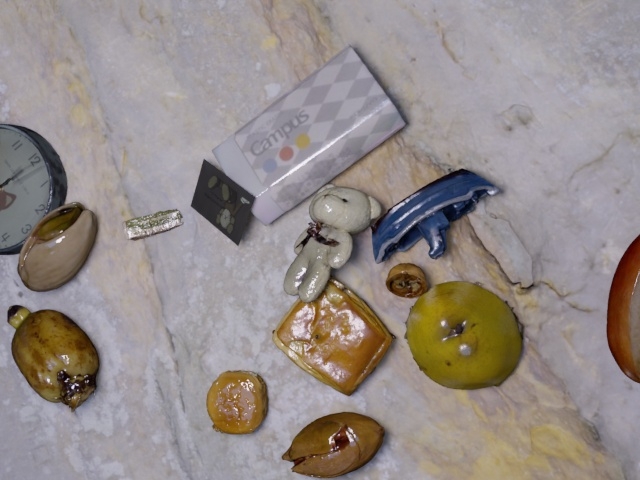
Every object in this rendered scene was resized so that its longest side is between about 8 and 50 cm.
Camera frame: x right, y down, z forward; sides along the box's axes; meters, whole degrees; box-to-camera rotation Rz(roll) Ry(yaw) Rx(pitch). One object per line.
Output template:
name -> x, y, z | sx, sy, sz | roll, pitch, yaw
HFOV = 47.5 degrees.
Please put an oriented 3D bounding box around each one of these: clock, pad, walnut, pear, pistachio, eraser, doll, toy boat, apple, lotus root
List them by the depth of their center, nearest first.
apple -> 0.746, 0.140, 1.437 | 0.328, 0.295, 0.365 | 29, 97, 34
pear -> 0.304, 0.218, 1.555 | 0.266, 0.178, 0.267 | 1, 94, 11
toy boat -> 0.247, -0.039, 1.582 | 0.309, 0.129, 0.143 | -32, 72, 6
doll -> 0.002, 0.001, 1.592 | 0.175, 0.149, 0.278 | 22, 83, 27
walnut -> 0.190, 0.081, 1.609 | 0.091, 0.121, 0.052 | -1, 58, 11
walnut -> 0.028, 0.456, 1.620 | 0.245, 0.137, 0.137 | -21, 87, 17
eraser -> -0.030, -0.233, 1.635 | 0.396, 0.082, 0.213 | -35, 69, 7
pad -> -0.226, -0.088, 1.653 | 0.190, 0.004, 0.127 | 37, 119, 33
pistachio -> -0.613, 0.020, 1.705 | 0.137, 0.153, 0.238 | 35, 97, 27
lotus root -> -0.626, 0.263, 1.710 | 0.169, 0.141, 0.314 | -44, 75, 3
clock -> -0.780, -0.125, 1.769 | 0.324, 0.067, 0.326 | 0, 90, 9

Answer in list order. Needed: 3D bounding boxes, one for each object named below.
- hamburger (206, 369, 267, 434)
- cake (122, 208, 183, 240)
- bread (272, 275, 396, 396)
hamburger -> -0.193, 0.372, 1.674 | 0.137, 0.083, 0.147 | 0, 87, 13
cake -> -0.397, -0.038, 1.733 | 0.139, 0.055, 0.051 | -15, 86, -9
bread -> 0.030, 0.215, 1.631 | 0.235, 0.099, 0.210 | 39, 95, 7
